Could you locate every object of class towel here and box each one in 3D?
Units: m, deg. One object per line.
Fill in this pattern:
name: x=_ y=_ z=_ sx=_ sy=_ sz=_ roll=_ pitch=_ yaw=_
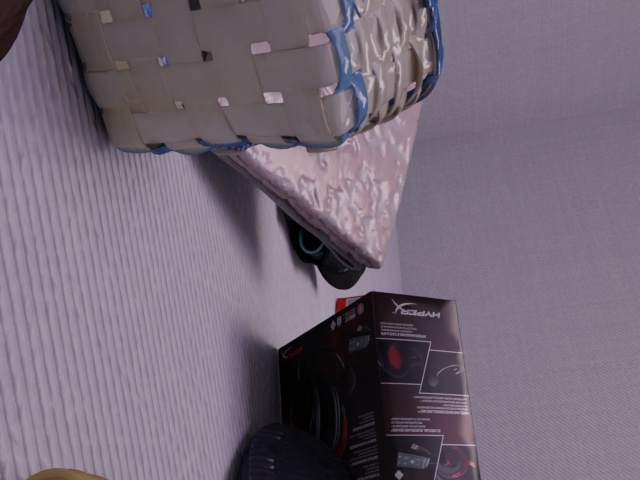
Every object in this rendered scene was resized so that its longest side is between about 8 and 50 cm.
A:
towel: x=0.006 y=-0.170 z=0.872 sx=0.332 sy=0.053 sz=0.316 roll=40 pitch=57 yaw=-47

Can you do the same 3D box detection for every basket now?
basket: x=-0.032 y=-0.177 z=0.590 sx=0.289 sy=0.255 sz=0.201 roll=-58 pitch=141 yaw=-47

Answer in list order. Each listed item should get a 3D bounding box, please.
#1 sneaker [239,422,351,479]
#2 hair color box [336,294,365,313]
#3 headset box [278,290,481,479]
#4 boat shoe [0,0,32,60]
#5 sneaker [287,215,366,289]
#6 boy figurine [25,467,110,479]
sneaker: x=-0.035 y=0.284 z=0.683 sx=0.319 sy=0.112 sz=0.131 roll=-98 pitch=-148 yaw=-67
hair color box: x=0.076 y=0.167 z=1.473 sx=0.043 sy=0.072 sz=0.141 roll=-84 pitch=164 yaw=-57
headset box: x=0.055 y=0.227 z=0.838 sx=0.218 sy=0.110 sz=0.293 roll=-38 pitch=-130 yaw=54
boat shoe: x=-0.155 y=-0.229 z=0.352 sx=0.123 sy=0.123 sz=0.341 roll=130 pitch=-47 yaw=-61
sneaker: x=0.000 y=0.000 z=1.171 sx=0.267 sy=0.101 sz=0.106 roll=72 pitch=35 yaw=-50
boy figurine: x=-0.094 y=0.185 z=0.354 sx=0.285 sy=0.092 sz=0.177 roll=7 pitch=72 yaw=-77
